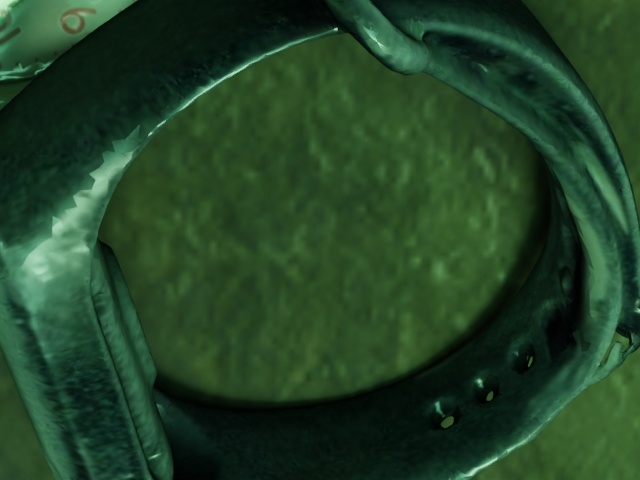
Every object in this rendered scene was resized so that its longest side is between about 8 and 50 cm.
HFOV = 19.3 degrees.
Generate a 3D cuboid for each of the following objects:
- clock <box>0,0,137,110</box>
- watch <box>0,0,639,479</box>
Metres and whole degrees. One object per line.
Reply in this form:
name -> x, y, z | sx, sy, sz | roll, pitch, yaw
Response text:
clock -> -0.096, -0.104, 0.533 | 0.191, 0.062, 0.151 | -32, 111, 0
watch -> 0.000, 0.000, 0.545 | 0.193, 0.068, 0.206 | -19, 135, -8
